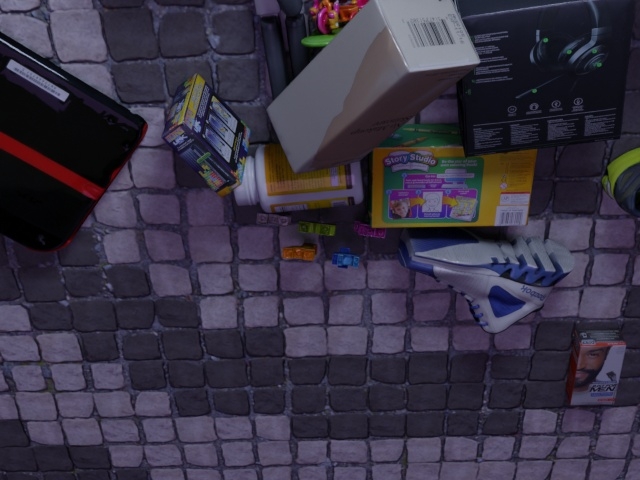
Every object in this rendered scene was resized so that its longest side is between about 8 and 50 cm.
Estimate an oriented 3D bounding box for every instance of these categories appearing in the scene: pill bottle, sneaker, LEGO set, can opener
[{"bbox_3d":[-0.037,-0.109,1.521,0.215,0.117,0.117,-5,126,3],"label":"pill bottle"},{"bbox_3d":[0.292,0.084,1.654,0.316,0.127,0.182,8,123,-8],"label":"sneaker"},{"bbox_3d":[0.623,-0.132,1.501,0.300,0.121,0.111,-37,118,23],"label":"sneaker"},{"bbox_3d":[0.000,0.000,1.626,0.227,0.093,0.087,7,97,3],"label":"LEGO set"},{"bbox_3d":[-0.058,-0.316,1.385,0.076,0.095,0.283,-5,126,4],"label":"can opener"}]

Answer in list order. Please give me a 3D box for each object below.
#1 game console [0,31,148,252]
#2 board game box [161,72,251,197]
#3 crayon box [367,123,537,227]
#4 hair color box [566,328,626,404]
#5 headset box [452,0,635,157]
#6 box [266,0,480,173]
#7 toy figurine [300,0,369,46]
[{"bbox_3d":[-0.537,-0.174,1.522,0.387,0.060,0.342,30,115,-21],"label":"game console"},{"bbox_3d":[-0.180,-0.170,1.445,0.048,0.170,0.141,-33,119,23],"label":"board game box"},{"bbox_3d":[0.221,-0.111,1.541,0.279,0.081,0.165,0,125,1],"label":"crayon box"},{"bbox_3d":[0.557,0.259,1.826,0.093,0.053,0.167,-2,125,3],"label":"hair color box"},{"bbox_3d":[0.326,-0.283,1.356,0.247,0.131,0.283,-7,136,7],"label":"headset box"},{"bbox_3d":[0.066,-0.224,1.310,0.148,0.121,0.311,-15,167,-35],"label":"box"},{"bbox_3d":[0.029,-0.380,1.318,0.130,0.173,0.159,13,121,39],"label":"toy figurine"}]
